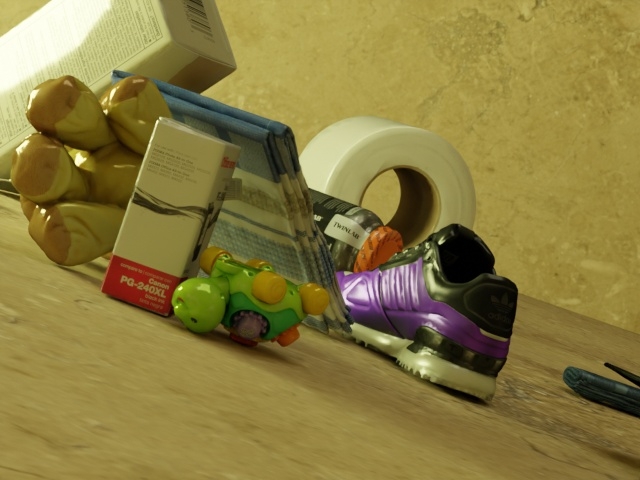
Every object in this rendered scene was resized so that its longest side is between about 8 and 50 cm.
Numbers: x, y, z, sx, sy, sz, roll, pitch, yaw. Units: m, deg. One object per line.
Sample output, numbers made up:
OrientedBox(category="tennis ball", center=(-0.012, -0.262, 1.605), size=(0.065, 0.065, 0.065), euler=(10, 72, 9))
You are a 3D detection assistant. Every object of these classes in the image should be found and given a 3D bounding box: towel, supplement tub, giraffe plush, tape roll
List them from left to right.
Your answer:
OrientedBox(category="giraffe plush", center=(-0.203, -0.053, 1.597), size=(0.210, 0.181, 0.170), euler=(16, -11, -31))
OrientedBox(category="towel", center=(-0.080, -0.034, 1.664), size=(0.209, 0.034, 0.285), euler=(21, -33, 32))
OrientedBox(category="supplement tub", center=(0.000, 0.000, 2.209), size=(0.190, 0.117, 0.117), euler=(21, 3, 27))
OrientedBox(category="tape roll", center=(0.091, -0.059, 2.635), size=(0.246, 0.246, 0.169), euler=(19, 3, -19))
OrientedBox(category="towel", center=(0.343, 0.179, 2.050), size=(0.119, 0.029, 0.067), euler=(19, 3, -8))

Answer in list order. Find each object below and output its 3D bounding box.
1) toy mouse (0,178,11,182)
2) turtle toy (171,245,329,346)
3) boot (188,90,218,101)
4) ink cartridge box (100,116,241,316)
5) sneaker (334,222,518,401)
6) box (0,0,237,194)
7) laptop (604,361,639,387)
OrientedBox(category="toy mouse", center=(-0.416, -0.081, 1.783), size=(0.161, 0.031, 0.143), euler=(21, 3, 26))
OrientedBox(category="turtle toy", center=(-0.063, 0.049, 1.410), size=(0.130, 0.066, 0.095), euler=(16, 5, -44))
OrientedBox(category="boot", center=(-0.132, -0.067, 1.950), size=(0.085, 0.179, 0.236), euler=(21, 4, 18))
OrientedBox(category="ink cartridge box", center=(-0.122, -0.021, 1.460), size=(0.063, 0.151, 0.109), euler=(20, 3, 4))
OrientedBox(category="sneaker", center=(0.106, 0.050, 1.715), size=(0.102, 0.146, 0.293), euler=(18, 4, -30))
OrientedBox(category="box", center=(-0.261, -0.185, 1.963), size=(0.311, 0.148, 0.121), euler=(-29, -24, 26))
OrientedBox(category="laptop", center=(0.516, 0.139, 1.453), size=(0.382, 0.408, 0.236), euler=(30, 33, -17))
